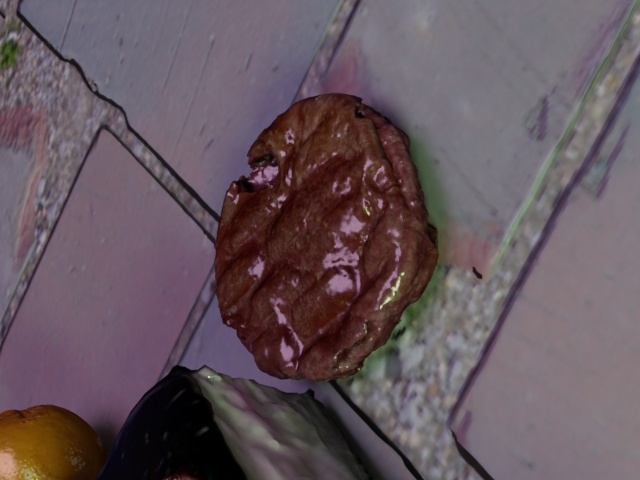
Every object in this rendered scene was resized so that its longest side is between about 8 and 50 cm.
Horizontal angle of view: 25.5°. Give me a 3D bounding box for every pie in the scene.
[{"bbox_3d":[0.000,0.000,0.703,0.154,0.038,0.153,-17,67,47],"label":"pie"}]

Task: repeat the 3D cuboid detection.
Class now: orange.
[{"bbox_3d":[-0.165,0.131,0.824,0.083,0.083,0.070,-14,83,49],"label":"orange"}]

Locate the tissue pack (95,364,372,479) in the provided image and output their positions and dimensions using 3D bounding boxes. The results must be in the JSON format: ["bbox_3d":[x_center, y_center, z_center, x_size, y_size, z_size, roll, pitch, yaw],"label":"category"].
[{"bbox_3d":[-0.070,0.250,0.630,0.332,0.123,0.245,-60,37,18],"label":"tissue pack"}]
